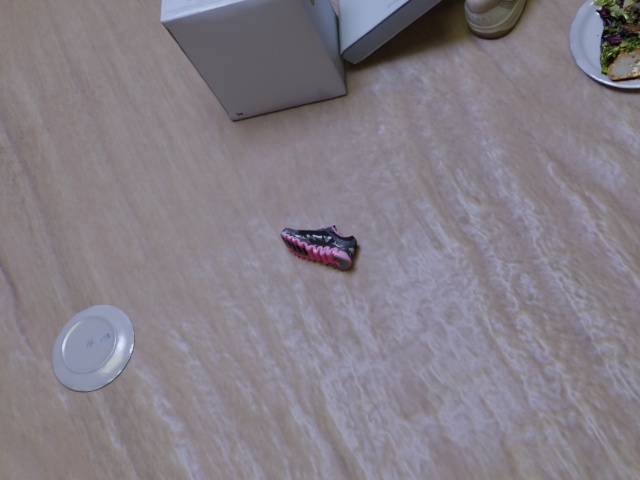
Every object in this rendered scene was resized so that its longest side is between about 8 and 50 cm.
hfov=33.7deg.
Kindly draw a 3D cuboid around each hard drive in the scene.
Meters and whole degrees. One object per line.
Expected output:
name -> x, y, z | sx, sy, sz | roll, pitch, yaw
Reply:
hard drive -> 0.105, -0.454, 1.678 | 0.203, 0.040, 0.308 | -32, 46, 38

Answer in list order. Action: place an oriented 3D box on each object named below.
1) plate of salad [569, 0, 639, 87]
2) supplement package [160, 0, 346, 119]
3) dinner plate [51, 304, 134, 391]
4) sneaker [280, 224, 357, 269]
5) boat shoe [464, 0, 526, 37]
plate of salad -> 0.458, -0.308, 1.518 | 0.199, 0.048, 0.200 | -10, 60, 17
supplement package -> -0.095, -0.331, 1.617 | 0.204, 0.262, 0.145 | -11, 60, 16
dinner plate -> -0.348, 0.160, 1.598 | 0.141, 0.017, 0.141 | -8, 61, 15
sneaker -> 0.000, 0.000, 1.536 | 0.119, 0.047, 0.057 | 19, 64, 21
boat shoe -> 0.296, -0.462, 1.633 | 0.109, 0.098, 0.302 | 15, 69, 27
